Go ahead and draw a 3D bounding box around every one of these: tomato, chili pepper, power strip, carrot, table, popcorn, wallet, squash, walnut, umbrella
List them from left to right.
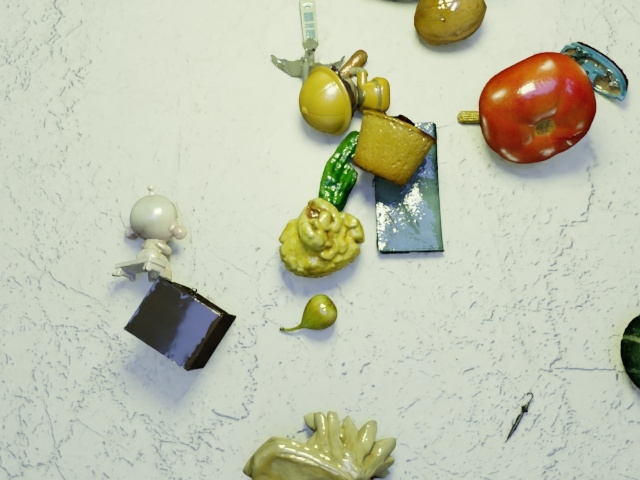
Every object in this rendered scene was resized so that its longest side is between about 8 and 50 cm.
[{"bbox_3d":[-0.353,0.208,1.371,0.193,0.169,0.172,31,81,7],"label":"table"},{"bbox_3d":[-0.035,-0.661,1.596,0.047,0.030,0.191,-6,80,-1],"label":"power strip"},{"bbox_3d":[0.000,0.000,1.388,0.226,0.203,0.200,11,76,8],"label":"popcorn"},{"bbox_3d":[0.060,-0.194,1.486,0.099,0.083,0.253,23,76,4],"label":"chili pepper"},{"bbox_3d":[0.068,-0.483,1.557,0.047,0.047,0.191,41,86,7],"label":"carrot"},{"bbox_3d":[0.242,-0.151,1.491,0.190,0.046,0.379,-1,80,1],"label":"wallet"},{"bbox_3d":[0.369,-0.646,1.518,0.207,0.167,0.167,-8,80,8],"label":"walnut"},{"bbox_3d":[0.522,0.465,1.388,0.022,0.022,0.149,19,77,47],"label":"umbrella"},{"bbox_3d":[0.562,-0.358,1.415,0.298,0.299,0.226,2,51,1],"label":"tomato"},{"bbox_3d":[0.895,0.289,1.341,0.252,0.165,0.252,0,82,2],"label":"squash"}]

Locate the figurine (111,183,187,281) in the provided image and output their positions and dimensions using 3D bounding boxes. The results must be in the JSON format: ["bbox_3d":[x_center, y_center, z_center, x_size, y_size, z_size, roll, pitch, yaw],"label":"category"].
[{"bbox_3d":[-0.464,-0.019,1.437,0.144,0.182,0.257,15,68,-39],"label":"figurine"}]

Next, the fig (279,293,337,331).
[{"bbox_3d":[-0.025,0.207,1.430,0.166,0.093,0.093,-34,78,34],"label":"fig"}]

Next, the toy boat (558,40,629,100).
[{"bbox_3d":[0.777,-0.475,1.515,0.223,0.100,0.097,42,74,10],"label":"toy boat"}]

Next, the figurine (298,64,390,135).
[{"bbox_3d":[0.067,-0.393,1.471,0.256,0.167,0.192,-11,110,-3],"label":"figurine"}]

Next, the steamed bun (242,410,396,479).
[{"bbox_3d":[0.045,0.567,1.314,0.428,0.189,0.247,25,110,6],"label":"steamed bun"}]

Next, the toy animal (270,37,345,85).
[{"bbox_3d":[-0.046,-0.493,1.533,0.219,0.095,0.155,8,76,3],"label":"toy animal"}]

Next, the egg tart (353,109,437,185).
[{"bbox_3d":[0.184,-0.248,1.398,0.215,0.215,0.171,25,99,5],"label":"egg tart"}]

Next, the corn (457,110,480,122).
[{"bbox_3d":[0.442,-0.356,1.531,0.092,0.037,0.037,3,80,-2],"label":"corn"}]
